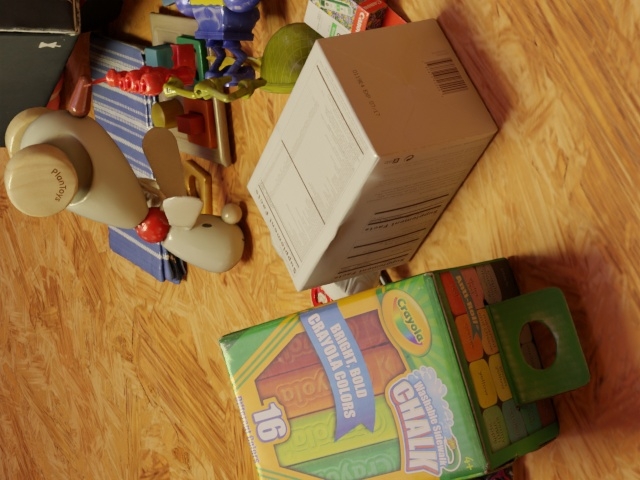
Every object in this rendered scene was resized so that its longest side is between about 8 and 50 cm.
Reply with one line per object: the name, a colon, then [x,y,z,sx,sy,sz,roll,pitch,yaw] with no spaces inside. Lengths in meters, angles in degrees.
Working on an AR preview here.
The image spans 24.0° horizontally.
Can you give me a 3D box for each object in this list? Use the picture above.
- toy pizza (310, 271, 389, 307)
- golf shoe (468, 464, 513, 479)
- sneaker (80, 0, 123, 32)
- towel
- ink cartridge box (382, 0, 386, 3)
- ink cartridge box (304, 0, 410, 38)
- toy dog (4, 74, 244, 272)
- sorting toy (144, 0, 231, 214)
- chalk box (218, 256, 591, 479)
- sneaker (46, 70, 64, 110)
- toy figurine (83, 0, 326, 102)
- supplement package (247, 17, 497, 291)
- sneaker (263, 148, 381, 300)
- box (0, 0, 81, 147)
toy pizza: [0.034,0.102,1.664,0.201,0.032,0.201,36,133,52]
golf shoe: [0.140,0.179,1.477,0.086,0.067,0.186,75,175,-80]
sneaker: [-0.320,-0.383,2.055,0.270,0.090,0.145,-27,73,64]
towel: [-0.263,-0.119,2.135,0.243,0.040,0.336,24,121,59]
ink cartridge box: [0.019,-0.351,1.457,0.181,0.056,0.224,56,146,36]
ink cartridge box: [0.037,-0.213,1.480,0.115,0.029,0.063,41,140,25]
toy dog: [-0.227,-0.089,1.818,0.161,0.334,0.220,-56,48,18]
sorting toy: [-0.177,-0.190,1.912,0.196,0.047,0.347,23,123,58]
chalk box: [0.091,0.124,1.343,0.289,0.179,0.180,-20,84,28]
sneaker: [-0.511,-0.267,2.442,0.314,0.116,0.136,46,142,45]
toy figurine: [-0.117,-0.271,1.620,0.362,0.191,0.217,14,110,59]
supplement package: [0.042,-0.078,1.449,0.139,0.134,0.244,64,150,22]
sneaker: [0.000,0.000,1.625,0.232,0.090,0.115,-117,29,-43]
box: [-0.516,-0.414,2.046,0.480,0.297,0.471,142,123,-66]
